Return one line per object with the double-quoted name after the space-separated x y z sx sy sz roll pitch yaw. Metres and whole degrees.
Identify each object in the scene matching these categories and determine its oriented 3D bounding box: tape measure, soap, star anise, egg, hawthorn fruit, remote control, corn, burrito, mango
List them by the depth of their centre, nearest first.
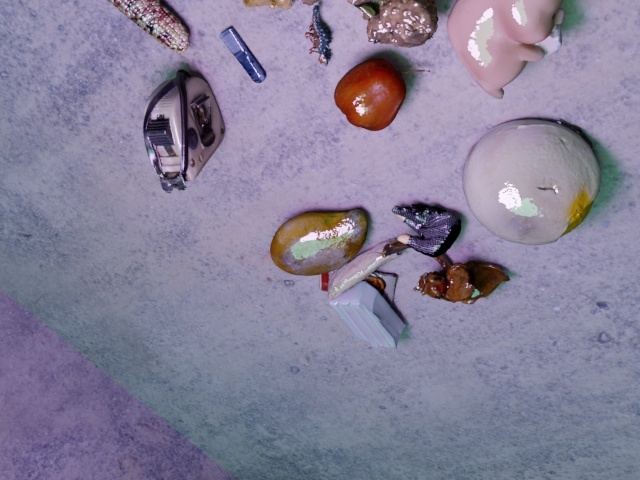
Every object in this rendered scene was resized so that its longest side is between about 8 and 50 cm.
0.135 -0.350 1.595 0.163 0.162 0.203 41 120 -14 "hawthorn fruit"
0.472 -0.105 1.618 0.337 0.201 0.337 13 132 15 "egg"
-0.421 -0.557 1.706 0.253 0.086 0.086 38 135 -14 "corn"
-0.189 -0.455 1.731 0.043 0.027 0.152 -18 119 42 "remote control"
-0.353 -0.292 1.783 0.133 0.271 0.231 2 132 24 "tape measure"
0.330 0.091 1.901 0.346 0.148 0.237 21 179 5 "star anise"
0.000 0.000 1.990 0.316 0.146 0.193 -23 120 23 "mango"
0.119 0.081 2.016 0.275 0.082 0.059 -34 130 29 "burrito"
0.149 0.228 2.130 0.145 0.091 0.230 -4 137 37 "soap"

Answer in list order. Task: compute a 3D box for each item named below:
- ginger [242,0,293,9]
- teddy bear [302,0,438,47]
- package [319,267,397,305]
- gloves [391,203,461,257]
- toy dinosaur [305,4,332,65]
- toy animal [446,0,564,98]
-0.147 -0.591 1.546 0.115 0.081 0.205 6 140 39 "ginger"
0.085 -0.489 1.438 0.296 0.246 0.222 -8 89 11 "teddy bear"
0.110 0.130 2.129 0.239 0.030 0.154 15 137 12 "package"
0.271 -0.046 1.858 0.181 0.106 0.129 41 140 29 "gloves"
-0.003 -0.469 1.610 0.055 0.049 0.154 10 139 20 "toy dinosaur"
0.372 -0.428 1.369 0.213 0.195 0.256 34 134 -18 "toy animal"
